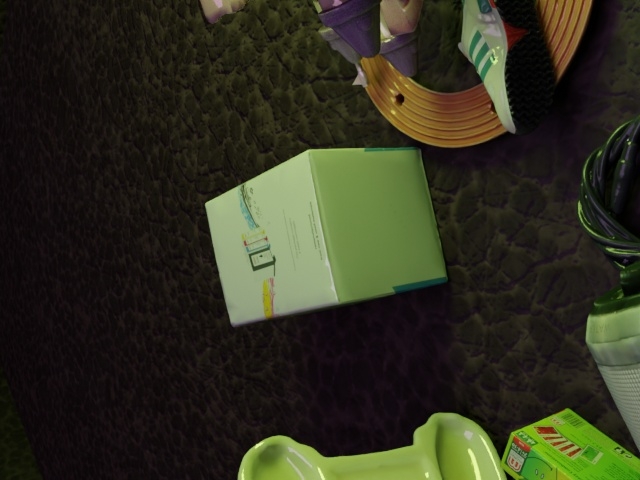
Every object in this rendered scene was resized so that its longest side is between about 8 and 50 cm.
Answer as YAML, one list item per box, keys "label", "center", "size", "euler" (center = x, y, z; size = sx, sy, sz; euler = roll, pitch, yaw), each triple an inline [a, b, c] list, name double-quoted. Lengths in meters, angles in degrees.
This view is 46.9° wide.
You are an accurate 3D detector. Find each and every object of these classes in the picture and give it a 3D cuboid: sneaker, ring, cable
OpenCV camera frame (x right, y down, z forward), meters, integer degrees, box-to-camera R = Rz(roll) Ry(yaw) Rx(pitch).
- label: "sneaker"
  center: [0.171, -0.175, 0.704]
  size: [0.075, 0.057, 0.161]
  euler: [164, 95, -69]
- label: "ring"
  center: [0.146, -0.266, 0.778]
  size: [0.336, 0.032, 0.337]
  euler: [12, 106, 50]
- label: "cable"
  center: [0.303, -0.047, 0.610]
  size: [0.184, 0.047, 0.151]
  euler: [-44, 54, 42]

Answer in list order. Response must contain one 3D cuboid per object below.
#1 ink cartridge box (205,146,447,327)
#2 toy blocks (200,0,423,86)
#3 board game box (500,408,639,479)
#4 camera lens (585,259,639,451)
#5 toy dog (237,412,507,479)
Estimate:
- label: "ink cartridge box"
  center: [0.000, 0.000, 0.897]
  size: [0.232, 0.171, 0.168]
  euler: [-18, 82, 52]
- label: "toy blocks"
  center: [0.063, -0.281, 0.714]
  size: [0.288, 0.309, 0.260]
  euler: [17, 139, 62]
- label: "board game box"
  center: [0.263, 0.230, 0.663]
  size: [0.181, 0.092, 0.043]
  euler: [35, 124, 43]
- label: "camera lens"
  center: [0.316, 0.115, 0.457]
  size: [0.219, 0.219, 0.274]
  euler: [-34, 78, 49]
- label: "toy dog"
  center: [0.067, 0.446, 0.822]
  size: [0.395, 0.284, 0.408]
  euler: [57, 147, 40]
